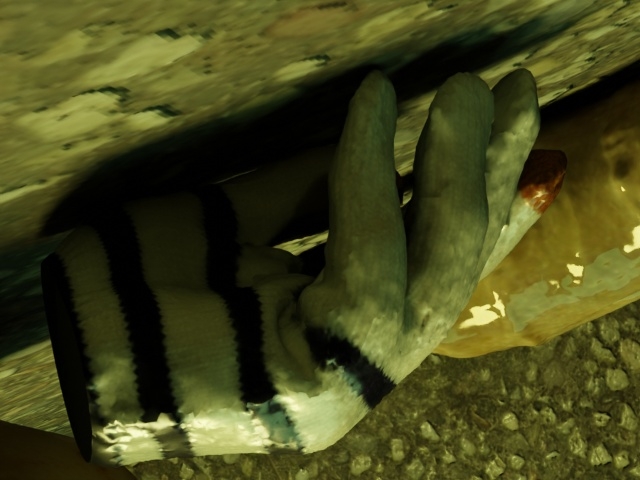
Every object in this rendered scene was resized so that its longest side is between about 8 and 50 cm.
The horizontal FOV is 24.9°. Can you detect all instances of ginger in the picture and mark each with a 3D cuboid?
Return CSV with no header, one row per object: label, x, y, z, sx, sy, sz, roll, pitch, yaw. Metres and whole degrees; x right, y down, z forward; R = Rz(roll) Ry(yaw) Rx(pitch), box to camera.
ginger,0.179,-0.027,0.828,0.354,0.126,0.190,-25,168,34

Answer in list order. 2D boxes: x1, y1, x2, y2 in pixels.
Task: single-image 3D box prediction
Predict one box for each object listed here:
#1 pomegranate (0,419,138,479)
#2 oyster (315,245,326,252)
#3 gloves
pomegranate,-0.218,0.252,0.689,0.412,0.411,0.411,-22,174,-3
oyster,0.041,0.014,1.046,0.146,0.045,0.122,-19,-179,44
gloves,0.004,0.014,0.577,0.219,0.131,0.140,-11,173,-16
